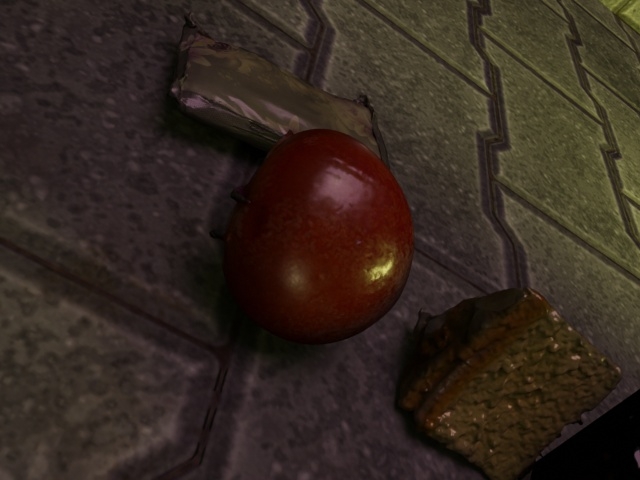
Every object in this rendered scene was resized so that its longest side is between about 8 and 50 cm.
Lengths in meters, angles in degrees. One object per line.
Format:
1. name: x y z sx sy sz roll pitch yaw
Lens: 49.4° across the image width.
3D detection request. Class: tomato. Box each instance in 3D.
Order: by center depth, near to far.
1. tomato: 0.000 0.000 0.544 0.167 0.167 0.167 25 41 -24

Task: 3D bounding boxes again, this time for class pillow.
1. pillow: -0.039 -0.131 0.714 0.255 0.059 0.169 20 43 -26

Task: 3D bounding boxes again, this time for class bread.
1. bread: 0.160 0.116 0.594 0.147 0.152 0.127 36 46 -15

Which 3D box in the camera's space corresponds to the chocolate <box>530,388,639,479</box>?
1. chocolate: 0.277 0.248 0.498 0.206 0.224 0.177 30 35 -13
